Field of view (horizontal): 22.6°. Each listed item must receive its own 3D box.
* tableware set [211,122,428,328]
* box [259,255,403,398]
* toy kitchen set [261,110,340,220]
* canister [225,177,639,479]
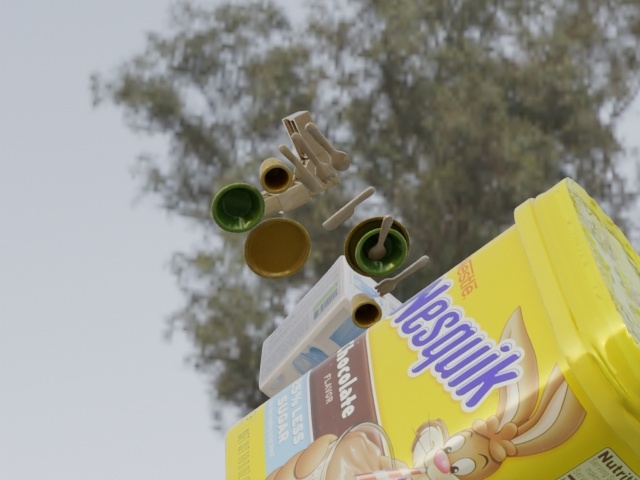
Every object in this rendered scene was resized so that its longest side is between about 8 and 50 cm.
[{"bbox_3d":[0.000,0.000,1.115,0.104,0.024,0.154,-37,-62,7],"label":"tableware set"},{"bbox_3d":[0.060,0.129,1.369,0.203,0.103,0.114,39,-75,-12],"label":"box"},{"bbox_3d":[-0.041,-0.068,1.474,0.083,0.075,0.068,-27,10,-15],"label":"toy kitchen set"},{"bbox_3d":[0.049,0.070,0.585,0.170,0.126,0.073,-37,-61,17],"label":"canister"}]
